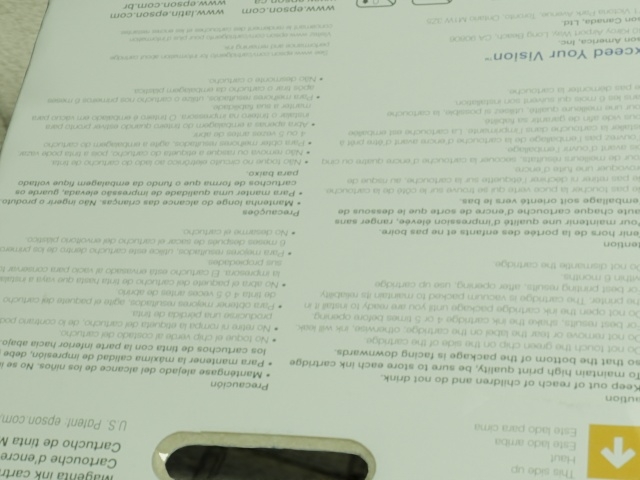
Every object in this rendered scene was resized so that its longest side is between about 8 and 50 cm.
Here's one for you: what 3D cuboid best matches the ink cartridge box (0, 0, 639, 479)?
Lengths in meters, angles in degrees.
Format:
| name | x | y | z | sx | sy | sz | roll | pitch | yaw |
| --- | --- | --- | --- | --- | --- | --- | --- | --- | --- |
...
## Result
| name | x | y | z | sx | sy | sz | roll | pitch | yaw |
| --- | --- | --- | --- | --- | --- | --- | --- | --- | --- |
| ink cartridge box | 0.000 | 0.000 | 0.596 | 0.324 | 0.071 | 0.330 | 1 | 61 | 15 |
